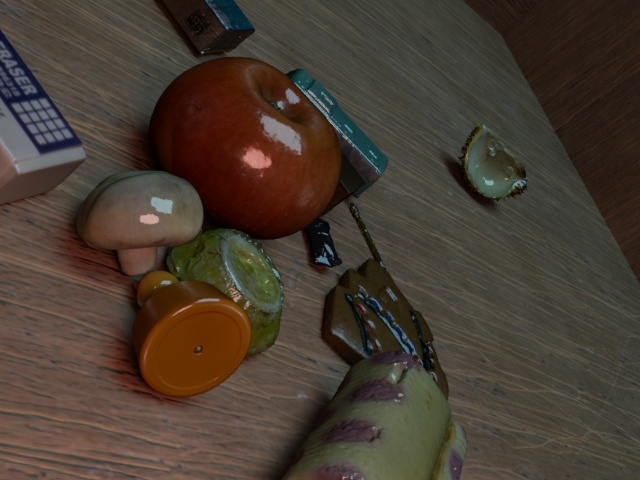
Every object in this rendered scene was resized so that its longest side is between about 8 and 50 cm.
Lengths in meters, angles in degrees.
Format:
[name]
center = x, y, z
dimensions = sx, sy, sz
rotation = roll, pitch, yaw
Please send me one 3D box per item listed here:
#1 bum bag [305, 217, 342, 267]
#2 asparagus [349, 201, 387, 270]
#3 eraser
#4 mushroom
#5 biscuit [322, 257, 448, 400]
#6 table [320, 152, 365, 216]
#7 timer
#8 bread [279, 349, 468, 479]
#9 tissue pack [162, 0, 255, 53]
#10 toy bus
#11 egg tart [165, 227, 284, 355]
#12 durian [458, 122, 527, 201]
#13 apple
[bum bag]
center = 0.001, -0.001, 1.479
dimensions = 0.058, 0.034, 0.124
rotation = 14, 43, -33
[asparagus]
center = 0.089, -0.002, 1.650
dimensions = 0.016, 0.013, 0.166
rotation = 28, 34, -60
[eraser]
center = -0.393, -0.176, 0.999
dimensions = 0.279, 0.081, 0.124
rotation = 54, 26, 2
[mushroom]
center = -0.213, -0.021, 1.056
dimensions = 0.154, 0.154, 0.122
rotation = -21, 117, -63
[biscuit]
center = 0.102, 0.148, 1.449
dimensions = 0.301, 0.043, 0.278
rotation = 0, 56, -58
[table]
center = 0.016, -0.095, 1.567
dimensions = 0.070, 0.082, 0.083
rotation = 53, 26, 1
[timer]
center = -0.169, 0.084, 1.033
dimensions = 0.132, 0.132, 0.152
rotation = 27, 12, -42
[bread]
center = 0.064, 0.283, 1.094
dimensions = 0.187, 0.155, 0.338
rotation = 59, 23, -6
[tissue pack]
center = -0.212, -0.415, 1.594
dimensions = 0.169, 0.082, 0.120
rotation = 53, 25, 2
[toy bus]
center = 0.007, -0.199, 1.662
dimensions = 0.262, 0.109, 0.091
rotation = 45, 33, -14
[egg tart]
center = -0.109, 0.058, 1.179
dimensions = 0.197, 0.078, 0.197
rotation = 40, 29, -29
[durian]
center = 0.432, -0.184, 2.299
dimensions = 0.252, 0.139, 0.144
rotation = 45, 31, -16
[apple]
center = -0.102, -0.129, 1.259
dimensions = 0.272, 0.206, 0.251
rotation = 49, 20, 11
